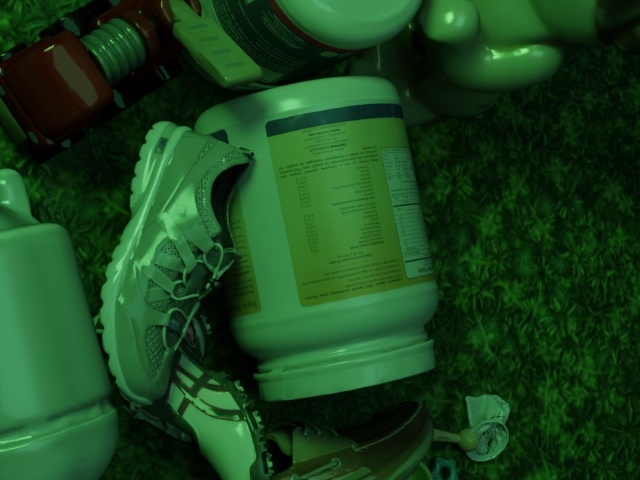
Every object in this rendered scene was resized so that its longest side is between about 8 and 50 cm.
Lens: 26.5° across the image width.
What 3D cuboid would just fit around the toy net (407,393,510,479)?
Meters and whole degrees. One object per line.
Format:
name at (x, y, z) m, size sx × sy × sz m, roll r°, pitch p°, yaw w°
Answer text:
toy net at (0.165, 0.271, 1.618) m, size 0.232 × 0.045 × 0.122 m, roll -34°, pitch 100°, yaw -30°

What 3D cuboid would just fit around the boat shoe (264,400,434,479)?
boat shoe at (-0.011, 0.251, 1.477) m, size 0.324 × 0.123 × 0.116 m, roll -29°, pitch 96°, yaw -32°

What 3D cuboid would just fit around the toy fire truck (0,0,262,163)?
toy fire truck at (-0.192, -0.175, 1.357) m, size 0.217 × 0.246 × 0.158 m, roll -38°, pitch 102°, yaw -29°

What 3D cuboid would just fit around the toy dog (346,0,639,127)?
toy dog at (0.249, -0.280, 1.538) m, size 0.395 × 0.408 × 0.285 m, roll 10°, pitch 78°, yaw -29°

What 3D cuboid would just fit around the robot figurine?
robot figurine at (-0.307, 0.114, 1.275) m, size 0.300 × 0.199 × 0.353 m, roll -13°, pitch 88°, yaw -65°

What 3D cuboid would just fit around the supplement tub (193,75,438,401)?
supplement tub at (0.000, 0.000, 1.455) m, size 0.228 × 0.228 × 0.316 m, roll -10°, pitch 88°, yaw -31°

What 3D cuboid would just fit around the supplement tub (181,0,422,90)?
supplement tub at (-0.031, -0.270, 1.451) m, size 0.191 × 0.272 × 0.191 m, roll 5°, pitch 81°, yaw -30°

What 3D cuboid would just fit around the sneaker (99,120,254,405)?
sneaker at (-0.136, 0.023, 1.320) m, size 0.115 × 0.105 × 0.281 m, roll 8°, pitch 83°, yaw 14°

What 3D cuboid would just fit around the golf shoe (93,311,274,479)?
golf shoe at (-0.141, 0.169, 1.395) m, size 0.120 × 0.105 × 0.273 m, roll -23°, pitch 65°, yaw -20°
